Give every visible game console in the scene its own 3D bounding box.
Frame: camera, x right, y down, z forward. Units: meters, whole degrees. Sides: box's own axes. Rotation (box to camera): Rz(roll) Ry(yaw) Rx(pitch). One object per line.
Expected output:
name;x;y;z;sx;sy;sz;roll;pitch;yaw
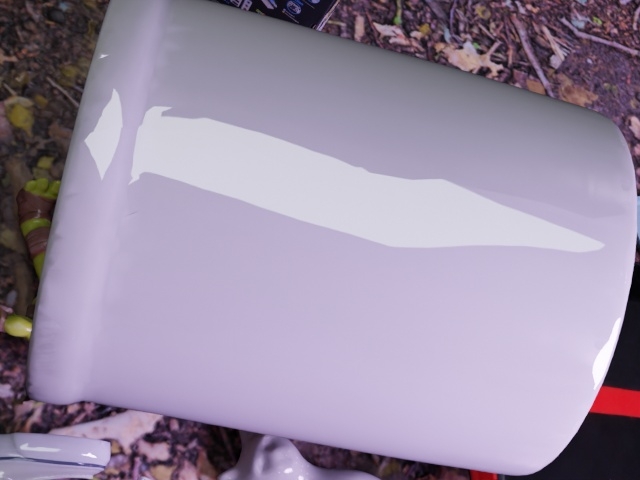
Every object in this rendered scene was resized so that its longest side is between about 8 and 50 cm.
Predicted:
game console;0.278;0.163;1.136;0.387;0.060;0.342;12;65;-39

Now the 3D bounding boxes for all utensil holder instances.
utensil holder;0.000;0.000;0.852;0.385;0.327;0.327;13;61;-10

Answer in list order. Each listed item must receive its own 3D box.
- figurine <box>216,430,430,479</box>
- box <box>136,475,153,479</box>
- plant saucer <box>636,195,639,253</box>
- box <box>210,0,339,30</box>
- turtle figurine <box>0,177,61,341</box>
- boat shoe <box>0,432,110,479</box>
figurine;0.027;0.191;1.054;0.209;0.092;0.215;27;58;-1
box;-0.150;0.332;0.819;0.117;0.213;0.243;24;58;-12
plant saucer;0.430;0.033;1.345;0.067;0.018;0.192;-6;69;-27
box;-0.089;-0.352;1.134;0.295;0.293;0.073;36;56;-4
turtle figurine;-0.215;0.055;1.002;0.270;0.087;0.217;3;57;-14
boat shoe;-0.292;0.201;0.910;0.226;0.083;0.075;2;76;-11
